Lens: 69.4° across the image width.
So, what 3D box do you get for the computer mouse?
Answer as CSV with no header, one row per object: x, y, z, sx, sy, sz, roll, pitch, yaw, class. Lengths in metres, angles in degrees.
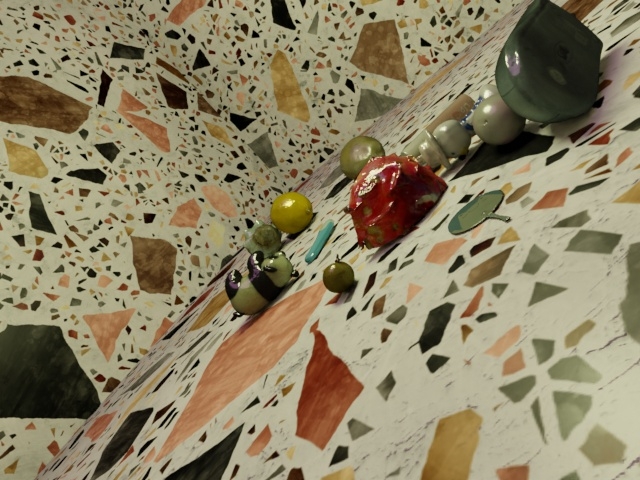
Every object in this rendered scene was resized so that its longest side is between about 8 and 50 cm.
0.428,-0.335,0.884,0.371,0.188,0.122,-54,3,-33,computer mouse

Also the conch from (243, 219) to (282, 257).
-0.260,-0.010,2.079,0.203,0.170,0.386,-33,9,-18,conch

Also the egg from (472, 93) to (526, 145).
0.369,-0.251,0.958,0.103,0.103,0.135,-39,12,20,egg

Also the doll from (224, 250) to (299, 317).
-0.179,0.130,1.398,0.234,0.143,0.135,-42,35,1,doll

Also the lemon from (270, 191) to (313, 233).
-0.119,-0.118,1.967,0.203,0.178,0.178,0,39,42,lemon

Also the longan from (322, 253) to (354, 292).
0.038,0.071,0.984,0.075,0.083,0.075,-6,0,0,longan

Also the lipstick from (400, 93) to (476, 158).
0.350,-0.322,1.368,0.254,0.070,0.070,-44,11,-4,lipstick

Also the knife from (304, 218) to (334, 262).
0.000,0.000,1.495,0.064,0.031,0.222,-29,21,37,knife

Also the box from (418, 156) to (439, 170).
0.252,-0.181,1.279,0.177,0.036,0.115,-36,13,31,box

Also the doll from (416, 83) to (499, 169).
0.352,-0.269,1.089,0.293,0.119,0.138,-34,-11,15,doll

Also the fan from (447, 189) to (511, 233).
0.275,-0.046,0.784,0.113,0.005,0.175,-43,11,2,fan

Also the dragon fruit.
0.160,-0.113,1.027,0.274,0.161,0.126,-46,9,-21,dragon fruit

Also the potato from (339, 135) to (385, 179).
0.165,-0.321,1.798,0.235,0.160,0.178,18,100,62,potato
